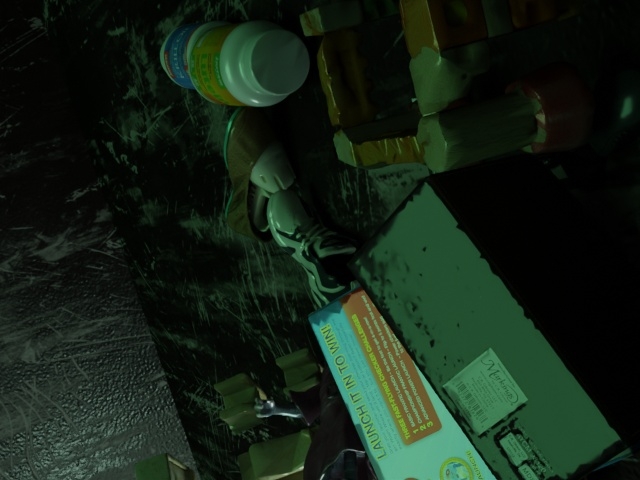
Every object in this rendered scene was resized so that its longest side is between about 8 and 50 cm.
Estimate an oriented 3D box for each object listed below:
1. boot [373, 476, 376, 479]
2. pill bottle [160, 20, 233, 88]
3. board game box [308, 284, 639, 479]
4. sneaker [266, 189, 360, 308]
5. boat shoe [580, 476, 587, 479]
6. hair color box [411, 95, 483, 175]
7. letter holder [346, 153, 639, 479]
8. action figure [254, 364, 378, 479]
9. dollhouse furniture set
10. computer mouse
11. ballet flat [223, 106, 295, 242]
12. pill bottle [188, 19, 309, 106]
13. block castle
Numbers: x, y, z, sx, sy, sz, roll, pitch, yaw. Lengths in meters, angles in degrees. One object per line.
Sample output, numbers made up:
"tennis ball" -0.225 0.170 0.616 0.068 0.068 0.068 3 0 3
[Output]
"boot" 0.148 0.535 1.743 0.236 0.089 0.270 -124 24 -60
"pill bottle" -0.222 -0.341 1.792 0.221 0.124 0.124 17 124 62
"board game box" 0.174 0.157 1.134 0.302 0.086 0.308 -33 72 30
"sneaker" 0.000 0.000 1.615 0.235 0.094 0.153 66 156 9
"boat shoe" 0.217 0.190 1.234 0.335 0.121 0.119 45 166 27
"hair color box" 0.163 -0.116 1.211 0.072 0.043 0.141 12 119 65
"letter holder" 0.214 0.078 0.980 0.302 0.214 0.152 55 132 17
"action figure" 0.059 0.280 1.612 0.248 0.275 0.370 -42 30 35
"dollhouse furniture set" -0.114 0.471 1.858 0.256 0.394 0.362 57 -166 -57
"computer mouse" 0.266 -0.104 0.992 0.071 0.041 0.242 64 157 12
"ballet flat" -0.109 -0.106 1.775 0.124 0.116 0.342 38 147 18
"pill bottle" -0.115 -0.288 1.577 0.245 0.136 0.136 17 124 62
"block castle" 0.112 -0.298 0.971 0.303 0.212 0.454 -172 66 -69
